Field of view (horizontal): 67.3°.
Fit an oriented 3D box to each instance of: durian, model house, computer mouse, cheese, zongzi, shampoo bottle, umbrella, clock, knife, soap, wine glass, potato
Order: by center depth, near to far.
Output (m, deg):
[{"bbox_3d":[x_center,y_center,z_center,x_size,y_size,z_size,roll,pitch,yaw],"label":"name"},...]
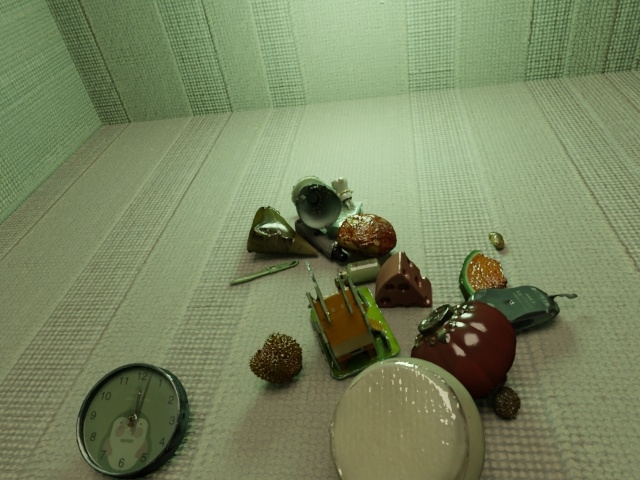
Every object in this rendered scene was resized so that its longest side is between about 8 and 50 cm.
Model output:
[{"bbox_3d":[0.509,0.445,1.314,0.080,0.080,0.091,-29,82,-23],"label":"durian"},{"bbox_3d":[-0.542,0.512,1.388,0.318,0.066,0.319,-3,61,6],"label":"clock"},{"bbox_3d":[-0.129,0.365,1.489,0.158,0.168,0.137,-56,28,4],"label":"durian"},{"bbox_3d":[0.068,0.189,1.533,0.242,0.313,0.358,-20,38,-3],"label":"model house"},{"bbox_3d":[0.648,0.222,1.547,0.378,0.090,0.167,-8,36,-5],"label":"computer mouse"},{"bbox_3d":[0.267,0.162,1.704,0.177,0.203,0.128,-28,33,31],"label":"cheese"},{"bbox_3d":[0.144,0.119,1.804,0.161,0.079,0.079,-12,38,-1],"label":"shampoo bottle"},{"bbox_3d":[0.683,-0.004,1.858,0.046,0.045,0.092,-40,28,22],"label":"potato"},{"bbox_3d":[-0.226,0.126,1.936,0.292,0.020,0.043,-16,36,-8],"label":"knife"},{"bbox_3d":[0.000,0.000,1.997,0.067,0.073,0.337,-25,40,-25],"label":"umbrella"},{"bbox_3d":[-0.148,-0.036,2.058,0.299,0.145,0.274,10,32,-3],"label":"zongzi"},{"bbox_3d":[-0.023,-0.167,2.058,0.190,0.191,0.357,-13,15,-3],"label":"wine glass"},{"bbox_3d":[0.105,-0.093,2.096,0.118,0.067,0.198,7,41,19],"label":"soap"}]

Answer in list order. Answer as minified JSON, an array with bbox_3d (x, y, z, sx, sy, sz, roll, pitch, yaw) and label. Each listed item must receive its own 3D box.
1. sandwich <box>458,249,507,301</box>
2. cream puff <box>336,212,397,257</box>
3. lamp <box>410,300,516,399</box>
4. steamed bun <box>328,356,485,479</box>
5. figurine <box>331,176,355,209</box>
[{"bbox_3d":[0.561,0.131,1.690,0.158,0.079,0.235,-2,39,6],"label":"sandwich"},{"bbox_3d":[0.178,-0.024,1.874,0.239,0.164,0.240,6,26,-3],"label":"cream puff"},{"bbox_3d":[0.398,0.308,1.345,0.303,0.257,0.303,-40,3,2],"label":"lamp"},{"bbox_3d":[0.217,0.478,1.167,0.374,0.241,0.375,-13,64,28],"label":"steamed bun"},{"bbox_3d":[0.107,-0.205,2.116,0.081,0.146,0.098,-24,5,3],"label":"figurine"}]
